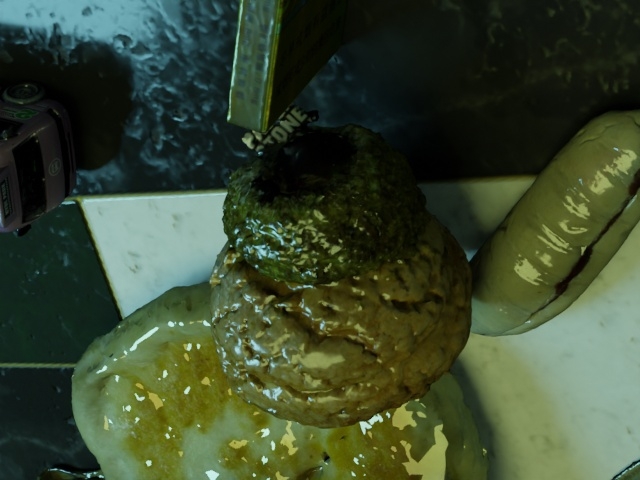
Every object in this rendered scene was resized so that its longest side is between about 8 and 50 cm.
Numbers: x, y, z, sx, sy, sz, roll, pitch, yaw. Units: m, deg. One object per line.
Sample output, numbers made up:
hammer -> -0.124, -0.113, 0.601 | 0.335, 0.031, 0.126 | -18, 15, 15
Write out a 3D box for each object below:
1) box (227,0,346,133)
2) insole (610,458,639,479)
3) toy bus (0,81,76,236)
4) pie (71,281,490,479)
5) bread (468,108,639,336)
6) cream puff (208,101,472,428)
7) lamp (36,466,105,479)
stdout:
box -> -0.010, -0.173, 1.050 | 0.030, 0.121, 0.193 | 18, 127, 14
insole -> 0.293, 0.169, 1.205 | 0.119, 0.009, 0.348 | 46, 129, -7
toy bus -> -0.269, -0.063, 1.267 | 0.178, 0.098, 0.087 | 11, 125, 19
pie -> -0.027, 0.165, 1.320 | 0.339, 0.077, 0.339 | 15, 126, 21
bread -> 0.152, 0.000, 1.133 | 0.073, 0.053, 0.214 | 34, 130, -3
cream puff -> 0.000, 0.000, 1.116 | 0.183, 0.183, 0.169 | 1, 130, 26
lamp -> -0.153, 0.340, 1.488 | 0.090, 0.089, 0.325 | -8, 118, 31
